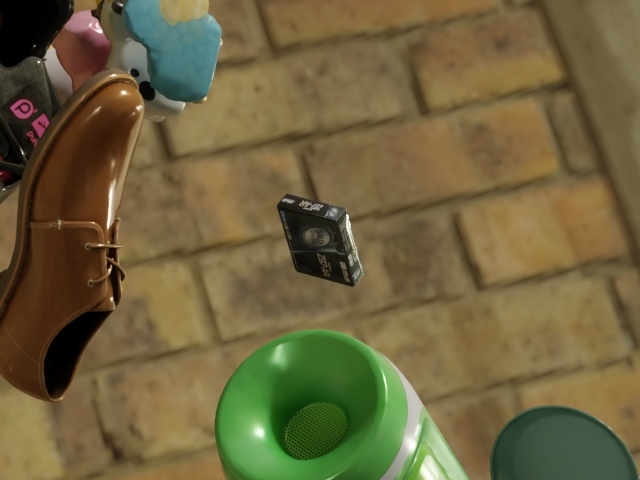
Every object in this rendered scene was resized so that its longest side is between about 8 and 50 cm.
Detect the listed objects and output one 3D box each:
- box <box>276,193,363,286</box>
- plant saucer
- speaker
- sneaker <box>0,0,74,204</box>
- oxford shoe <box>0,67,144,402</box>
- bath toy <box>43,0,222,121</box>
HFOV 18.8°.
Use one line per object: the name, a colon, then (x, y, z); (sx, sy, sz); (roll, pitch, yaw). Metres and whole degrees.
box: (0.000, 0.000, 1.761); (0.018, 0.067, 0.083); (-50, -39, -35)
plant saucer: (0.186, 0.175, 1.447); (0.119, 0.119, 0.021); (-31, 2, 32)
speaker: (0.036, 0.176, 1.235); (0.131, 0.131, 0.296); (-21, -38, 8)
sneaker: (-0.349, -0.095, 1.799); (0.202, 0.483, 0.185); (-2, -34, 18)
oxford shoe: (-0.140, 0.000, 1.153); (0.076, 0.076, 0.212); (-9, -54, -51)
bath toy: (-0.240, -0.199, 2.122); (0.129, 0.151, 0.348); (19, -17, -29)
